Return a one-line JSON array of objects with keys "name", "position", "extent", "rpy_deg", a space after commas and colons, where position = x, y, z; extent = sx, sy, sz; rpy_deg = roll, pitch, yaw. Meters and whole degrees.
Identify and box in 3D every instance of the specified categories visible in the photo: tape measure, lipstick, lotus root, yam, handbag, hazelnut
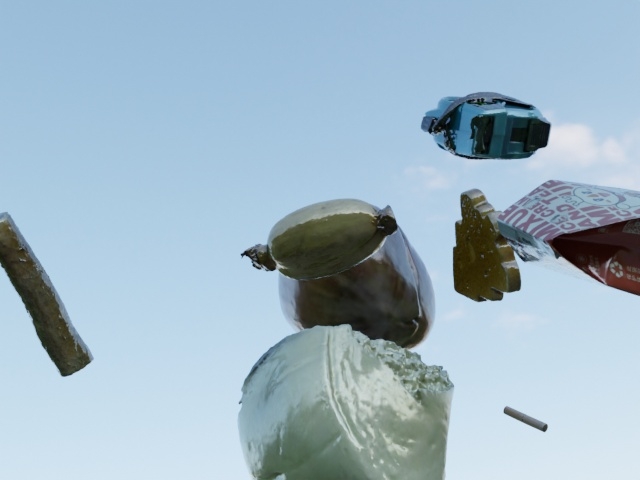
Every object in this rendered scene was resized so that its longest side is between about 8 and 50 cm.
[{"name": "tape measure", "position": [0.197, -0.139, 0.784], "extent": [0.146, 0.125, 0.081], "rpy_deg": [-3, -71, -26]}, {"name": "lipstick", "position": [0.400, 0.348, 1.269], "extent": [0.019, 0.094, 0.019], "rpy_deg": [-9, -75, -35]}, {"name": "lotus root", "position": [0.000, 0.000, 0.615], "extent": [0.150, 0.062, 0.073], "rpy_deg": [-16, -44, 11]}, {"name": "yam", "position": [-0.566, 0.114, 1.296], "extent": [0.081, 0.081, 0.357], "rpy_deg": [-21, -72, 9]}, {"name": "handbag", "position": [0.421, -0.005, 0.947], "extent": [0.298, 0.171, 0.151], "rpy_deg": [7, -77, -17]}, {"name": "hazelnut", "position": [0.074, 0.094, 1.345], "extent": [0.315, 0.372, 0.372], "rpy_deg": [-53, -44, 3]}]

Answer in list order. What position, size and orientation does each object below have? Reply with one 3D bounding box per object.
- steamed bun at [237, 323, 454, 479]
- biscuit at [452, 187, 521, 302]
[{"name": "steamed bun", "position": [0.014, 0.271, 0.907], "extent": [0.272, 0.273, 0.290], "rpy_deg": [24, -56, -8]}, {"name": "biscuit", "position": [0.290, 0.029, 1.168], "extent": [0.041, 0.212, 0.239], "rpy_deg": [-12, -30, -14]}]
